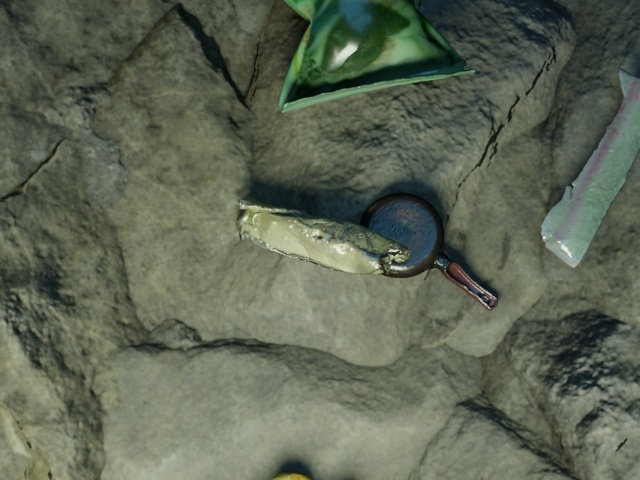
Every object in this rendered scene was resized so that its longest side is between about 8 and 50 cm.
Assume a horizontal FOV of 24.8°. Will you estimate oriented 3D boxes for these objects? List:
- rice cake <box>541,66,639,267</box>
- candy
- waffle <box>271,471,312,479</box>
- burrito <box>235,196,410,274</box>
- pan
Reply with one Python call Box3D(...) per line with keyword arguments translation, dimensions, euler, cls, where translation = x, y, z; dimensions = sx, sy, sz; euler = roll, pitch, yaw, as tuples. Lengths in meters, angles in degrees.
Box3D(translation=(0.374, -0.101, 1.943), dimensions=(0.081, 0.051, 0.290), euler=(31, 73, -9), cls="rice cake")
Box3D(translation=(0.021, -0.373, 1.883), dimensions=(0.263, 0.172, 0.398), euler=(-17, 94, -9), cls="candy")
Box3D(translation=(-0.036, 0.445, 1.753), dimensions=(0.302, 0.068, 0.325), euler=(-5, 76, -9), cls="waffle")
Box3D(translation=(0.001, -0.002, 1.857), dimensions=(0.229, 0.058, 0.063), euler=(16, 75, 4), cls="burrito")
Box3D(translation=(0.145, 0.022, 1.891), dimensions=(0.212, 0.040, 0.115), euler=(37, 80, 3), cls="pan")
